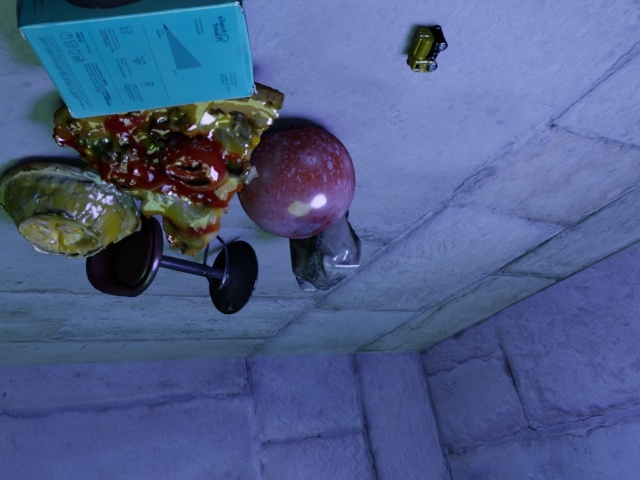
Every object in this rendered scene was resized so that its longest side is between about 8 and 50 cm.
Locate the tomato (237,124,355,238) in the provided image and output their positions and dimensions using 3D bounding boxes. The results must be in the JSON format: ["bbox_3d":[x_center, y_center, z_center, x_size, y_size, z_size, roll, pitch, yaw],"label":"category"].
[{"bbox_3d":[-0.053,-0.119,1.224,0.271,0.226,0.270,-11,153,-6],"label":"tomato"}]

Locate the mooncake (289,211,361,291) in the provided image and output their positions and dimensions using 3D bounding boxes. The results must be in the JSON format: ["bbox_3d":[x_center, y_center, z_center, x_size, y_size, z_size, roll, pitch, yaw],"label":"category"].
[{"bbox_3d":[-0.005,0.001,1.459,0.136,0.249,0.254,-3,155,-21],"label":"mooncake"}]

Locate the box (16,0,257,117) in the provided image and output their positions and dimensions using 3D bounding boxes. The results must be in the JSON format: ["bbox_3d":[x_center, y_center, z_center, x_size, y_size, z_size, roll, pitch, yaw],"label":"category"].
[{"bbox_3d":[-0.269,-0.314,0.859,0.312,0.118,0.205,-9,157,-4],"label":"box"}]

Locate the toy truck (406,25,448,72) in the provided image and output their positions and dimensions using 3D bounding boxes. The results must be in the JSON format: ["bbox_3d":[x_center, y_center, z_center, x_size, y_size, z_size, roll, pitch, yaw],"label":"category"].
[{"bbox_3d":[0.198,-0.358,1.036,0.054,0.048,0.083,-3,152,-14],"label":"toy truck"}]

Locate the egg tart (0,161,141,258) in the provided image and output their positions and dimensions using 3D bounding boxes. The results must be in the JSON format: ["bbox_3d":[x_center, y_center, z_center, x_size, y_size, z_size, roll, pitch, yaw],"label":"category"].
[{"bbox_3d":[-0.568,-0.049,1.239,0.316,0.120,0.314,-2,147,-1],"label":"egg tart"}]

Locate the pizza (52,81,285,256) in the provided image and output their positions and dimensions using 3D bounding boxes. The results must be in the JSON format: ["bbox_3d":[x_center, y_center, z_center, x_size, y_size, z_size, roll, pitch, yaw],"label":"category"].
[{"bbox_3d":[-0.268,-0.120,1.080,0.441,0.130,0.405,-5,125,4],"label":"pizza"}]

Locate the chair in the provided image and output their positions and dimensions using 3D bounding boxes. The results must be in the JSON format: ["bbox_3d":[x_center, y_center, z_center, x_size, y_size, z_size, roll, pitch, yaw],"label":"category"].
[{"bbox_3d":[-0.389,0.066,1.475,0.227,0.226,0.401,-31,148,35],"label":"chair"}]
